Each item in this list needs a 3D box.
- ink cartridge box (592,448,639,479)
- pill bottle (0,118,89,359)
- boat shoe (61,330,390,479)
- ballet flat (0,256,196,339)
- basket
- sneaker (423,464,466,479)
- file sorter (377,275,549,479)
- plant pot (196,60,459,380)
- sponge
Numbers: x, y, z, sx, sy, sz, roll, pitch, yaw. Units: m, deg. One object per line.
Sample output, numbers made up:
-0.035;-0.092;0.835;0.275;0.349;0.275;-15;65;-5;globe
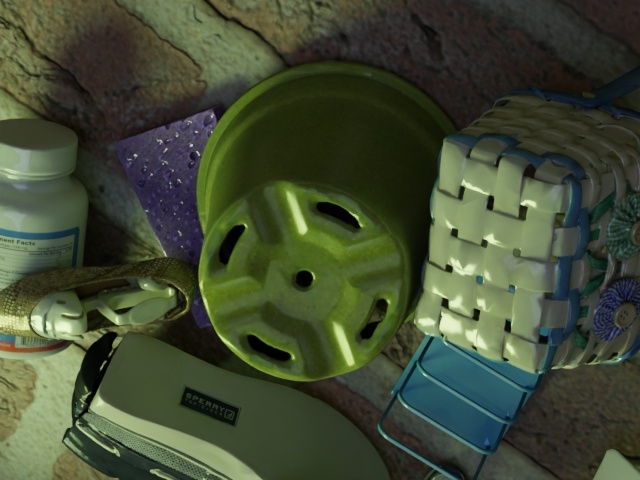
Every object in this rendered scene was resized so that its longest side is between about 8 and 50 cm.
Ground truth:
0.383;0.367;1.680;0.353;0.119;0.207;43;122;38;ink cartridge box
-0.296;-0.004;1.796;0.124;0.124;0.222;13;111;12;pill bottle
-0.103;0.213;1.836;0.340;0.127;0.158;29;146;-8;boat shoe
-0.218;0.061;1.741;0.206;0.067;0.073;-14;122;-12;ballet flat
0.217;-0.010;1.557;0.201;0.289;0.255;18;115;28;basket
0.112;0.291;1.817;0.052;0.058;0.135;21;113;8;sneaker
0.147;0.130;1.723;0.118;0.104;0.170;31;114;3;file sorter
0.000;0.000;1.618;0.276;0.254;0.276;2;108;7;plant pot
-0.110;-0.023;1.785;0.117;0.031;0.210;-19;103;23;sponge
